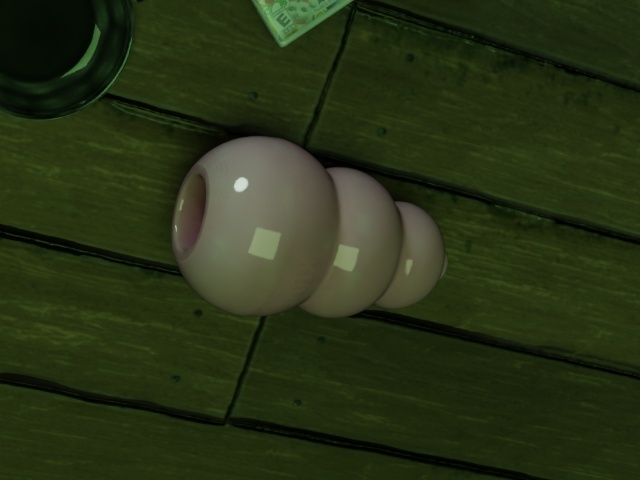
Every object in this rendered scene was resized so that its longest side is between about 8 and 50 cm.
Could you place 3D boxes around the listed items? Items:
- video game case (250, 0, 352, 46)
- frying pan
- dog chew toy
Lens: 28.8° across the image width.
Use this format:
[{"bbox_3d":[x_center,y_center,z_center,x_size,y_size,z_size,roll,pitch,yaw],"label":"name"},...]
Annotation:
[{"bbox_3d":[-0.003,-0.358,1.366,0.227,0.026,0.206,-34,116,-3],"label":"video game case"},{"bbox_3d":[-0.251,-0.272,1.334,0.326,0.053,0.197,-46,129,-2],"label":"frying pan"},{"bbox_3d":[0.000,0.000,1.445,0.331,0.206,0.207,12,110,-26],"label":"dog chew toy"}]
